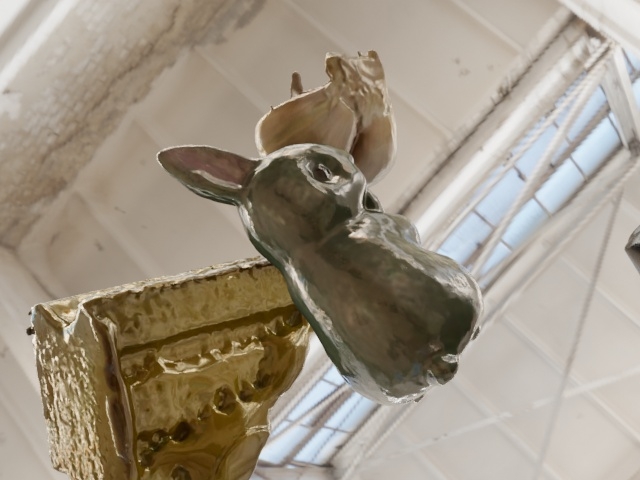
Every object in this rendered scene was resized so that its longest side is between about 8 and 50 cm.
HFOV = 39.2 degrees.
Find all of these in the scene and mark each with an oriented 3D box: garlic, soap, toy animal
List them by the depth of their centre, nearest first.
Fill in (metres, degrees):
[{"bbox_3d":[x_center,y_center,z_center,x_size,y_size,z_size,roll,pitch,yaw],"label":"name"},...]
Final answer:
[{"bbox_3d":[0.002,-0.002,0.626,0.251,0.127,0.125,44,-122,0],"label":"toy animal"},{"bbox_3d":[0.004,-0.100,0.811,0.099,0.174,0.124,-7,-84,41],"label":"garlic"},{"bbox_3d":[-0.102,0.178,0.950,0.169,0.339,0.304,-4,-84,47],"label":"soap"}]

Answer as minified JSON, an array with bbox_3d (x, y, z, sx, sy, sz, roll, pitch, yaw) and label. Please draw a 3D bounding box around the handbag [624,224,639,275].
[{"bbox_3d":[0.329,0.053,0.490,0.178,0.275,0.302,-12,-113,-19],"label":"handbag"}]
